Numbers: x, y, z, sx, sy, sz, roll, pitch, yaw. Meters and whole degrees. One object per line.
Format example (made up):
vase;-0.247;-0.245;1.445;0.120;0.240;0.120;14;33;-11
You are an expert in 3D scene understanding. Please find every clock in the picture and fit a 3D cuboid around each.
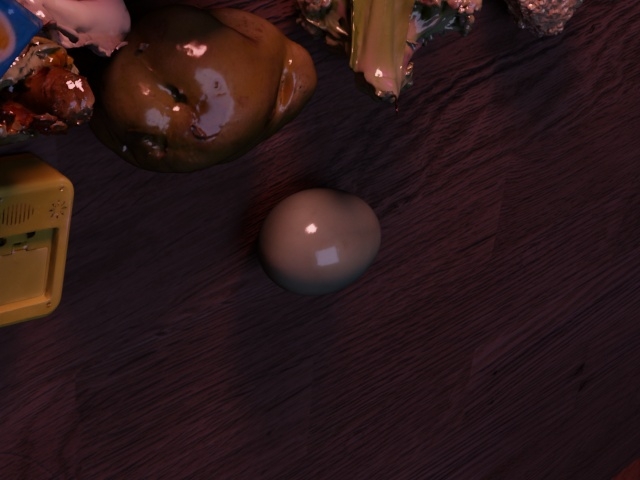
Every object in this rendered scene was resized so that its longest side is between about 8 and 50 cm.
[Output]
clock;-0.393;0.001;1.495;0.143;0.096;0.202;-12;125;-42

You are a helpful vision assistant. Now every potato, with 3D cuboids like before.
potato;-0.141;-0.194;1.543;0.351;0.202;0.218;-14;140;-53

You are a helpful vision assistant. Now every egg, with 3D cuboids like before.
egg;0.000;0.000;1.895;0.231;0.168;0.168;-19;131;-47

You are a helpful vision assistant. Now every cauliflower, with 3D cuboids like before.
cauliflower;0.088;-0.290;1.688;0.256;0.239;0.315;23;57;-28

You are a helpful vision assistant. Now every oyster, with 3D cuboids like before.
oyster;-0.301;-0.319;1.307;0.351;0.114;0.238;22;67;-68

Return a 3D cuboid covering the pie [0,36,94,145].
pie;-0.369;-0.157;1.224;0.257;0.274;0.106;-6;107;-14

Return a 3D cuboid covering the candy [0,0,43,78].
candy;-0.403;-0.254;1.089;0.100;0.306;0.157;-53;146;-2

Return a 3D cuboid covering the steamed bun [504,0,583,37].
steamed bun;0.371;-0.446;1.969;0.225;0.170;0.200;20;107;-53
